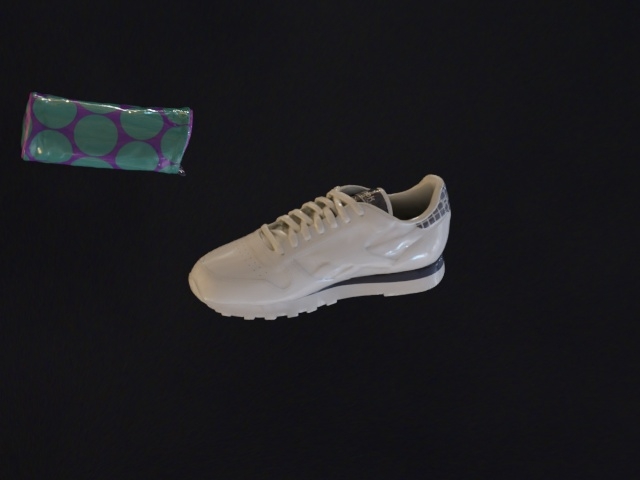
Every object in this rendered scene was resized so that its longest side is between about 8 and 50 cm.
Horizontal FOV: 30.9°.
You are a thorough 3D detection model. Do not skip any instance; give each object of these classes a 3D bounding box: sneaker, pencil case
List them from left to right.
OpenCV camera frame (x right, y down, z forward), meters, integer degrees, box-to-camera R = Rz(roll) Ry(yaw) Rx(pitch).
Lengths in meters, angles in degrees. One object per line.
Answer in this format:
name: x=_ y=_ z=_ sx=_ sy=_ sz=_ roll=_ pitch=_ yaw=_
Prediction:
pencil case: x=-0.195 y=-0.097 z=1.059 sx=0.151 sy=0.070 sz=0.064 roll=5 pitch=-72 yaw=-13
sneaker: x=0.000 y=0.000 z=0.989 sx=0.235 sy=0.095 sz=0.090 roll=-12 pitch=-139 yaw=-19
